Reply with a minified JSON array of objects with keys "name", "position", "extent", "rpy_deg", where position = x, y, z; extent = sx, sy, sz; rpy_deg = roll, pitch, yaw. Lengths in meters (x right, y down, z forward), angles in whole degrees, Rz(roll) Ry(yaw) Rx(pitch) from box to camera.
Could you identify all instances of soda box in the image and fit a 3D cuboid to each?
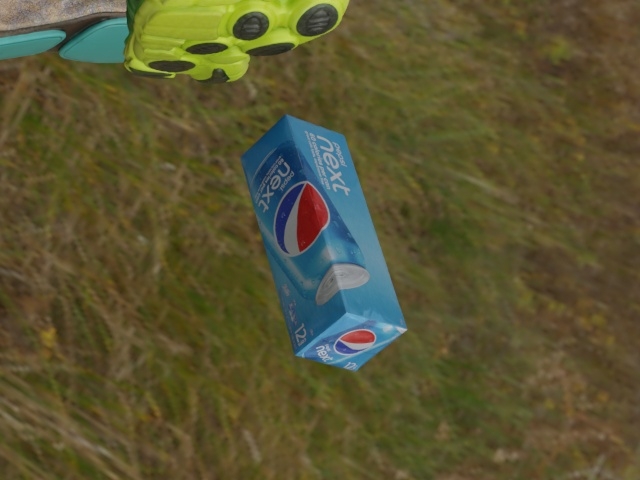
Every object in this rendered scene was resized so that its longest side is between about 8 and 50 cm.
[{"name":"soda box","position":[0.000,0.000,1.275],"extent":[0.071,0.210,0.067],"rpy_deg":[18,132,-40]}]

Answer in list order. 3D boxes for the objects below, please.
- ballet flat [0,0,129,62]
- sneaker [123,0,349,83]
[{"name":"ballet flat","position":[-0.229,-0.213,1.333],"extent":[0.316,0.107,0.106],"rpy_deg":[-11,82,-55]},{"name":"sneaker","position":[-0.064,-0.165,0.895],"extent":[0.109,0.295,0.123],"rpy_deg":[0,89,-19]}]
